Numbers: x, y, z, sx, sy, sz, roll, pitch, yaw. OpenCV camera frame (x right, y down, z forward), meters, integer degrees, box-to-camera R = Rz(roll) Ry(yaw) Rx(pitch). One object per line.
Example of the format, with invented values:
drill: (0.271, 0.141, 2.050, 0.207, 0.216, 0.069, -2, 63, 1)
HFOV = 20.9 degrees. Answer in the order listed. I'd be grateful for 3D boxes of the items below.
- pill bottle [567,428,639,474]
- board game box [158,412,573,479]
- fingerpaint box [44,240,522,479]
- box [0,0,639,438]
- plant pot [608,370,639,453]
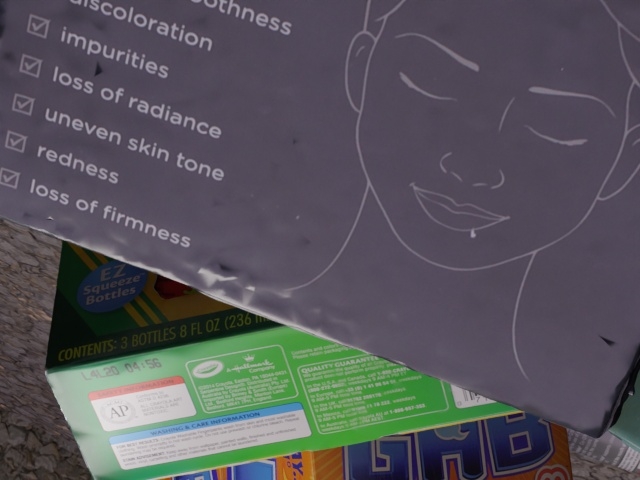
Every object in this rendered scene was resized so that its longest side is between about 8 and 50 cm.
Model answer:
pill bottle: (0.320, 0.181, 2.182, 0.283, 0.161, 0.161, 19, 158, 6)
board game box: (0.029, 0.174, 2.006, 0.356, 0.356, 0.356, -2, 173, -34)
fingerpaint box: (0.000, 0.000, 1.559, 0.445, 0.371, 0.163, -11, 129, 8)
box: (0.062, -0.200, 1.131, 0.480, 0.297, 0.472, 21, 126, 3)
plant pot: (0.440, 0.091, 1.510, 0.341, 0.334, 0.341, 32, 180, 0)
